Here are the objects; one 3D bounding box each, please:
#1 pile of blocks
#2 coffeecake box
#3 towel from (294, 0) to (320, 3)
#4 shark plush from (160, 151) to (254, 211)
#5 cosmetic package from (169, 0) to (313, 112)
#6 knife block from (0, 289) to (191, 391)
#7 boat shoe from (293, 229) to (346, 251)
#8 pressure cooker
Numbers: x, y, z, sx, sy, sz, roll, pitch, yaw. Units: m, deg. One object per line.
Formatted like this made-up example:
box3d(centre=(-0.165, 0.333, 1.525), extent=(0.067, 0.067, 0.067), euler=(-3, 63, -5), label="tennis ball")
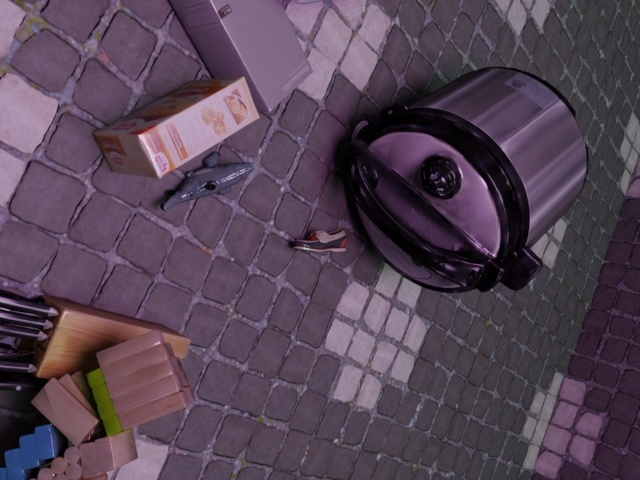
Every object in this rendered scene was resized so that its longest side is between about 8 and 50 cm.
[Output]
box3d(centre=(-0.313, 0.266, 0.834), extent=(0.362, 0.149, 0.112), euler=(-46, 171, -5), label="pile of blocks")
box3d(centre=(-0.207, -0.166, 0.915), extent=(0.185, 0.142, 0.068), euler=(-39, 123, -31), label="coffeecake box")
box3d(centre=(0.068, -0.541, 0.982), extent=(0.374, 0.090, 0.320), euler=(-42, 160, -55), label="towel")
box3d(centre=(-0.184, -0.094, 1.004), extent=(0.161, 0.067, 0.073), euler=(-19, 112, -40), label="shark plush")
box3d(centre=(-0.124, -0.328, 0.988), extent=(0.127, 0.107, 0.238), euler=(-51, 126, -27), label="cosmetic package")
box3d(centre=(-0.344, 0.122, 0.883), extent=(0.276, 0.088, 0.242), euler=(-33, 121, -33), label="knife block")
box3d(centre=(0.000, 0.000, 1.215), extent=(0.137, 0.049, 0.043), euler=(-1, 96, -46), label="boat shoe")
box3d(centre=(0.260, -0.111, 1.218), extent=(0.420, 0.370, 0.375), euler=(-35, 118, -37), label="pressure cooker")
